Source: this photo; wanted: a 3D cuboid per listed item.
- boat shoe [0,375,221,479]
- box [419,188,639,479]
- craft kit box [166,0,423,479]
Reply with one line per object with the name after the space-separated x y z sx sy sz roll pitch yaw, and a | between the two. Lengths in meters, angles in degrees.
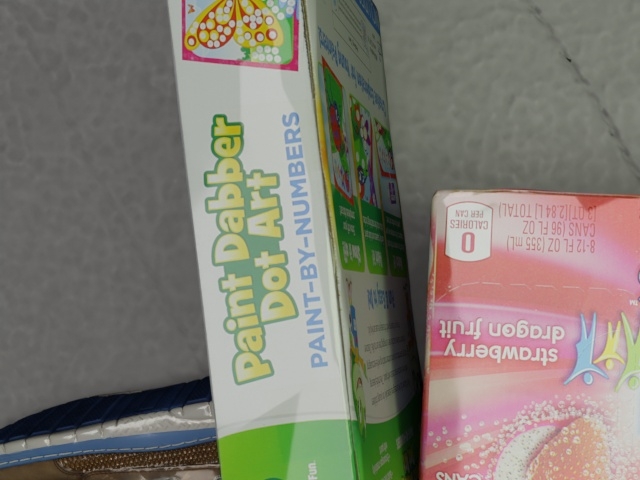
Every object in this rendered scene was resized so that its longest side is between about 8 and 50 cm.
-0.089 0.111 0.712 0.183 0.066 0.066 -12 99 16 | boat shoe
0.198 0.060 0.631 0.300 0.142 0.154 2 88 9 | box
0.000 0.000 0.610 0.061 0.250 0.247 -10 86 9 | craft kit box
